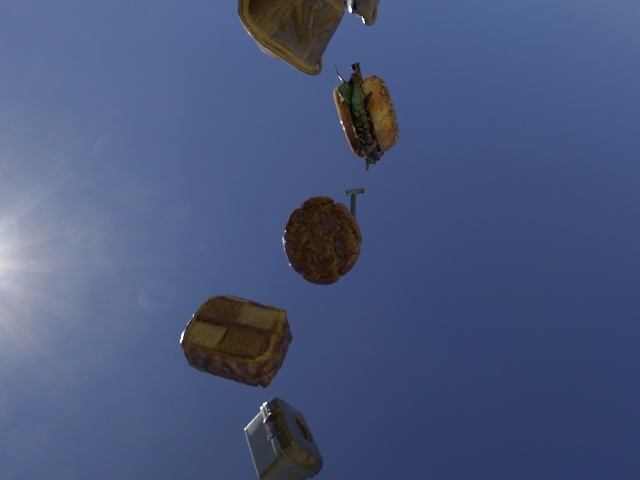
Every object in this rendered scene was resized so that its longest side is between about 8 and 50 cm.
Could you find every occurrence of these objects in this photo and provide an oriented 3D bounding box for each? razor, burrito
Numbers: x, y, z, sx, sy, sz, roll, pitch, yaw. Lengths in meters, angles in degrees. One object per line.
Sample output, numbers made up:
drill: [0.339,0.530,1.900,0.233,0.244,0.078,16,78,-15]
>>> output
razor: [0.106,-0.087,1.517,0.068,0.037,0.191,-5,-117,20]
burrito: [0.062,-0.473,0.791,0.063,0.230,0.058,14,-118,25]

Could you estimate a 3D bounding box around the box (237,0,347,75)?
box: [-0.034,-0.257,0.504,0.111,0.111,0.177,7,-128,-16]

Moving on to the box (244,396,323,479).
box: [-0.096,0.520,1.201,0.148,0.129,0.210,44,180,-29]

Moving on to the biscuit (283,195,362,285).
biscuit: [0.000,0.000,1.182,0.226,0.226,0.042,46,-162,19]

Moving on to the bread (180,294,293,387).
bread: [-0.172,0.205,1.003,0.222,0.096,0.181,9,-138,22]

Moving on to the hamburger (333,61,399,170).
hamburger: [0.084,-0.220,0.826,0.093,0.189,0.164,-18,-102,14]
